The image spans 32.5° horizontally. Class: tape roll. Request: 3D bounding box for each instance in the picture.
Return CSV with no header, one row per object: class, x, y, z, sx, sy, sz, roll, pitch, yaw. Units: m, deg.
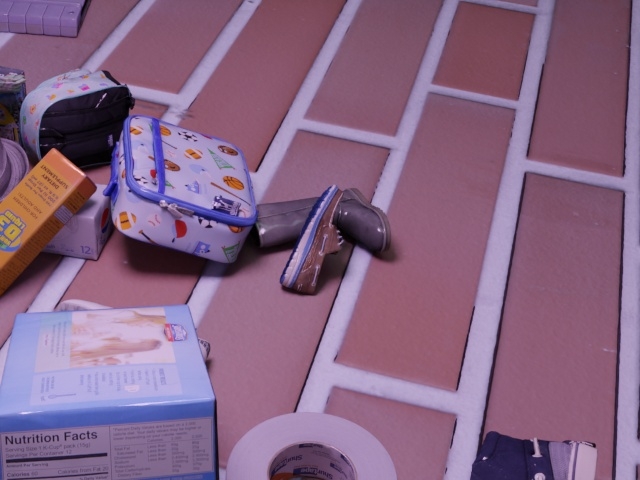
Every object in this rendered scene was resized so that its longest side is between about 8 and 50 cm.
tape roll,-0.013,0.325,1.411,0.219,0.072,0.219,3,38,-2

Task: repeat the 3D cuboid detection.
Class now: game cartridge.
game cartridge,-0.630,-0.571,2.472,0.230,0.068,0.355,7,38,-5

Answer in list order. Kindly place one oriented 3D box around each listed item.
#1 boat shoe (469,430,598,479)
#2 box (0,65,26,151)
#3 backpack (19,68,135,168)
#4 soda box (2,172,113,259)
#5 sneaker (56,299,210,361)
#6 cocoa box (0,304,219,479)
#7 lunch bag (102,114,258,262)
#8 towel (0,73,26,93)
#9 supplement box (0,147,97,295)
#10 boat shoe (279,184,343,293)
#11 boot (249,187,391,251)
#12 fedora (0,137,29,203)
boat shoe,0.251,0.372,1.363,0.158,0.127,0.340,8,30,13
box,-0.644,-0.248,1.980,0.233,0.159,0.044,11,38,6
backpack,-0.443,-0.213,1.956,0.144,0.166,0.188,34,43,32
soda box,-0.492,-0.050,1.804,0.286,0.091,0.098,9,39,4
sneaker,-0.278,0.143,1.610,0.235,0.090,0.095,22,28,14
cocoa box,-0.246,0.231,1.277,0.231,0.228,0.347,-3,14,-11
lunch bag,-0.235,-0.090,1.814,0.243,0.115,0.303,18,25,-21
towel,-0.638,-0.253,1.749,0.248,0.038,0.325,-5,4,5
supplement box,-0.455,-0.027,1.693,0.078,0.080,0.233,39,83,10
boat shoe,0.000,0.000,1.777,0.066,0.183,0.066,27,-3,-9
boot,-0.007,-0.024,1.850,0.208,0.076,0.189,-7,27,-25
fedora,-0.591,-0.146,1.738,0.243,0.124,0.275,1,38,-5
